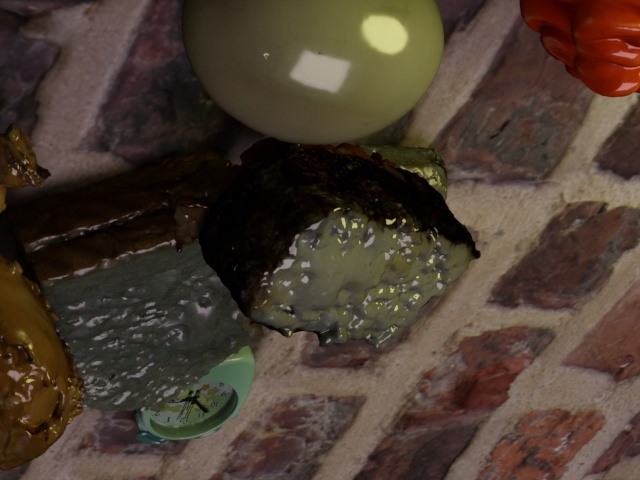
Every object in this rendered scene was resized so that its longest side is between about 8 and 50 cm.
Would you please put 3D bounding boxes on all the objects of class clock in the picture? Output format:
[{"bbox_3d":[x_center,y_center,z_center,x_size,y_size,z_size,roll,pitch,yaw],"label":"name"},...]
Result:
[{"bbox_3d":[-0.170,0.195,2.331,0.148,0.060,0.188,-5,139,-24],"label":"clock"}]

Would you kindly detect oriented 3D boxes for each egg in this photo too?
[{"bbox_3d":[-0.008,-0.204,1.813,0.269,0.219,0.219,16,128,-26],"label":"egg"}]

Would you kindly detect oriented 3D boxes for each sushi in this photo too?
[{"bbox_3d":[0.000,0.000,1.938,0.343,0.182,0.196,11,116,-48],"label":"sushi"}]

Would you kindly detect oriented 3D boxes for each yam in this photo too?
[{"bbox_3d":[0.062,-0.076,2.121,0.179,0.078,0.078,4,134,-28],"label":"yam"}]

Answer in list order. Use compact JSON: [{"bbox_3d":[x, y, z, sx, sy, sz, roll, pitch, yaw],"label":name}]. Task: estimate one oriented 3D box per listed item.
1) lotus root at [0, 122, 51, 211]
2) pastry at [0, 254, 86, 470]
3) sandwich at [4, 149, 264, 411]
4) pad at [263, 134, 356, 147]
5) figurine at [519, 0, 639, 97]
[{"bbox_3d":[-0.429,-0.040,1.860,0.303,0.131,0.146,-26,165,5],"label":"lotus root"},{"bbox_3d":[-0.392,0.123,1.974,0.311,0.162,0.255,0,116,30],"label":"pastry"},{"bbox_3d":[-0.203,0.063,2.100,0.262,0.131,0.325,-17,143,-11],"label":"sandwich"},{"bbox_3d":[-0.009,-0.144,2.002,0.113,0.006,0.188,-6,118,-20],"label":"pad"},{"bbox_3d":[0.410,-0.320,1.912,0.412,0.241,0.306,-48,146,13],"label":"figurine"}]
